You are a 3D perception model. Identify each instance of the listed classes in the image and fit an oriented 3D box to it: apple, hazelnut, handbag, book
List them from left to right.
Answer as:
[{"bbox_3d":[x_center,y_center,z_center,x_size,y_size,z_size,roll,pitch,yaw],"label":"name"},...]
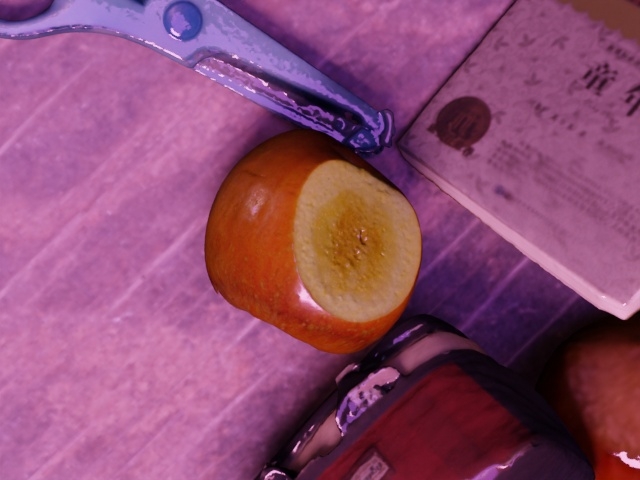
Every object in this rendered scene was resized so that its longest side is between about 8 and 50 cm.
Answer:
[{"bbox_3d":[-0.005,-0.003,0.915,0.146,0.163,0.147,27,90,-35],"label":"apple"},{"bbox_3d":[0.057,0.189,0.935,0.254,0.181,0.181,-49,141,5],"label":"handbag"},{"bbox_3d":[0.248,-0.139,0.943,0.352,0.239,0.035,-50,150,-2],"label":"book"},{"bbox_3d":[0.277,0.150,1.011,0.210,0.186,0.210,2,85,-25],"label":"hazelnut"}]

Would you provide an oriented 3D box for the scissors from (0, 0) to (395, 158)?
[{"bbox_3d":[-0.107,-0.174,0.924,0.393,0.032,0.180,30,92,-17],"label":"scissors"}]
